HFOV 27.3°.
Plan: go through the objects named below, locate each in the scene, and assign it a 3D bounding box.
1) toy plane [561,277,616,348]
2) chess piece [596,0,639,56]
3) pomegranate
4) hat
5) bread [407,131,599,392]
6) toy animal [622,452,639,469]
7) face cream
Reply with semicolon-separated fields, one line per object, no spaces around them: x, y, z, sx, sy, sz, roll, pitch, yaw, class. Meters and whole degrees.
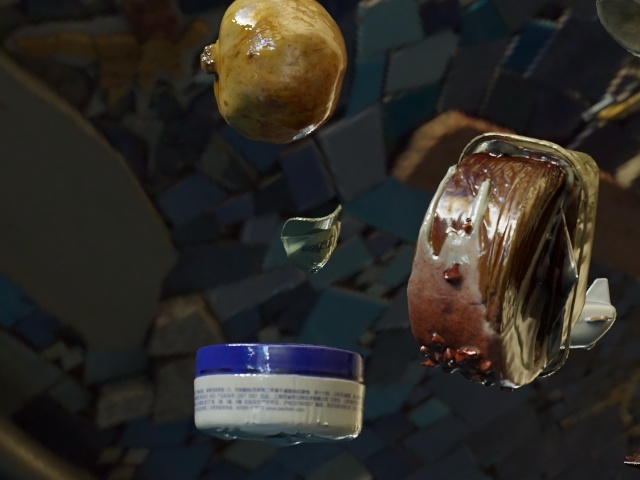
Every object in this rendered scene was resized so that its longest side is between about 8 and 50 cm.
0.361;0.128;2.150;0.245;0.244;0.117;51;-145;-81;toy plane
0.585;-0.425;2.149;0.142;0.261;0.143;41;159;20;chess piece
-0.075;-0.279;2.106;0.248;0.248;0.248;58;-179;-2;pomegranate
-0.001;-0.006;2.108;0.081;0.122;0.166;64;156;16;hat
0.168;0.023;1.144;0.212;0.142;0.224;-31;-51;-52;bread
0.426;0.356;1.692;0.116;0.218;0.179;38;131;36;toy animal
-0.049;0.186;1.574;0.206;0.206;0.111;54;-145;-74;face cream
